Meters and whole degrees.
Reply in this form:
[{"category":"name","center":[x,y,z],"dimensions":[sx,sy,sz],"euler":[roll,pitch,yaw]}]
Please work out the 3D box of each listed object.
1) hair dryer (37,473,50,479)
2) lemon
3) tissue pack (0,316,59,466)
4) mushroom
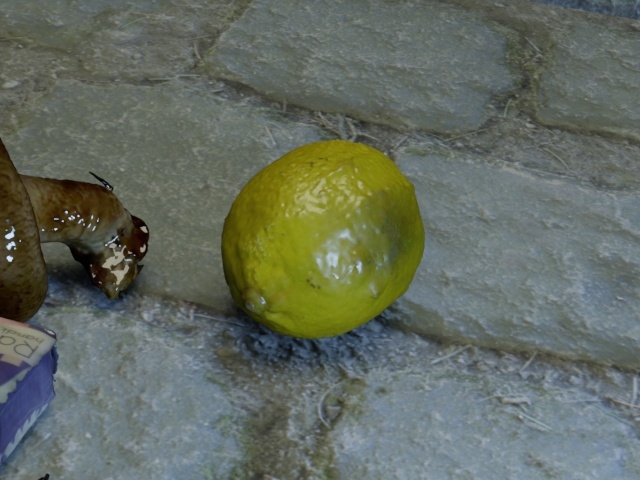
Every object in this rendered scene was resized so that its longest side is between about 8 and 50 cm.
[{"category":"hair dryer","center":[-0.344,0.292,1.933],"dimensions":[0.079,0.031,0.083],"euler":[4,16,12]},{"category":"lemon","center":[0.000,0.000,2.252],"dimensions":[0.268,0.268,0.322],"euler":[22,30,23]},{"category":"tissue pack","center":[-0.477,0.204,1.942],"dimensions":[0.242,0.125,0.343],"euler":[12,31,10]},{"category":"mushroom","center":[-0.417,-0.041,2.200],"dimensions":[0.356,0.334,0.331],"euler":[-5,32,-2]}]
